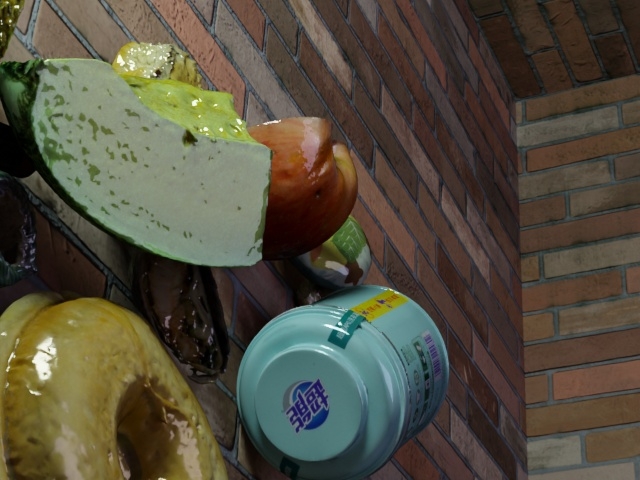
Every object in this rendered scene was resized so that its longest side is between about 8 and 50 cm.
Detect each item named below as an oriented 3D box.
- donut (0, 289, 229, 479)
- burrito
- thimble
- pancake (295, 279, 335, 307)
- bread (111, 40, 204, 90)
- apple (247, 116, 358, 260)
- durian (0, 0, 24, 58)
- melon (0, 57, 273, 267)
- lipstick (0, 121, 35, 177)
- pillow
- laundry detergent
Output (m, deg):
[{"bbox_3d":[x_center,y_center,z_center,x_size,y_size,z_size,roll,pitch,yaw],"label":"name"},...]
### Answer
[{"bbox_3d":[-0.261,0.271,1.577,0.449,0.198,0.449,52,28,-44],"label":"donut"},{"bbox_3d":[-0.198,0.054,1.842,0.348,0.107,0.175,-132,-157,-69],"label":"burrito"},{"bbox_3d":[-0.386,-0.010,1.580,0.118,0.090,0.135,-20,101,-66],"label":"thimble"},{"bbox_3d":[0.017,0.131,2.606,0.266,0.057,0.244,61,18,-46],"label":"pancake"},{"bbox_3d":[-0.242,-0.172,1.982,0.245,0.121,0.174,-79,157,-46],"label":"bread"},{"bbox_3d":[-0.058,-0.062,2.206,0.293,0.251,0.163,25,47,-64],"label":"apple"},{"bbox_3d":[-0.406,-0.271,1.656,0.139,0.144,0.252,86,0,-59],"label":"durian"},{"bbox_3d":[-0.235,-0.126,1.679,0.343,0.226,0.331,9,49,-34],"label":"melon"},{"bbox_3d":[-0.410,-0.119,1.587,0.300,0.081,0.081,18,62,-70],"label":"lipstick"},{"bbox_3d":[0.000,0.000,2.510,0.214,0.086,0.233,42,29,0],"label":"pillow"},{"bbox_3d":[0.033,0.231,2.238,0.305,0.287,0.287,-17,95,-69],"label":"laundry detergent"}]
